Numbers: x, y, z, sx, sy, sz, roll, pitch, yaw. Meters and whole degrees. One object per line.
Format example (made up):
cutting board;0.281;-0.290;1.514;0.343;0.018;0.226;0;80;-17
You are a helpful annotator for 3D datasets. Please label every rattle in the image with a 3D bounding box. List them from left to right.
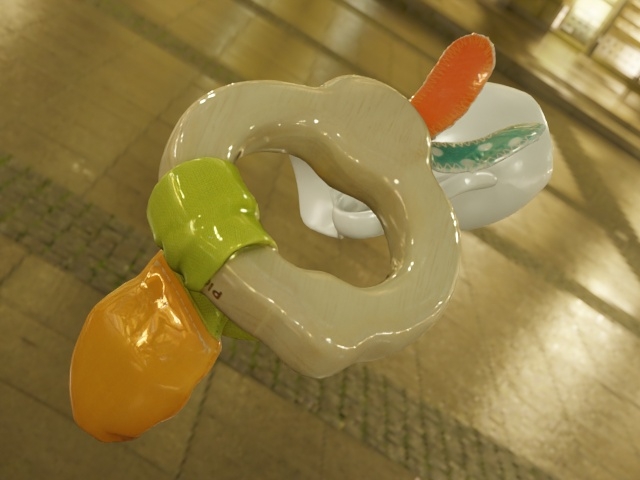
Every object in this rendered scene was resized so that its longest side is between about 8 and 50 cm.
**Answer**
rattle;0.000;0.000;0.510;0.130;0.143;0.200;26;38;12

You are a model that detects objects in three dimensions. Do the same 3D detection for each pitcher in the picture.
pitcher;0.093;-0.054;0.992;0.207;0.125;0.178;-14;23;-10
